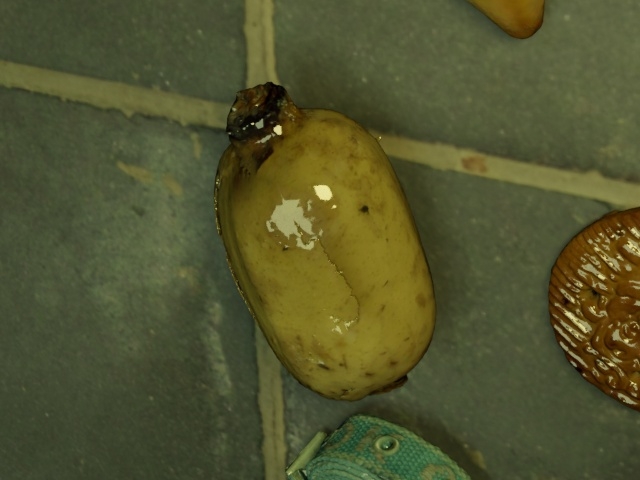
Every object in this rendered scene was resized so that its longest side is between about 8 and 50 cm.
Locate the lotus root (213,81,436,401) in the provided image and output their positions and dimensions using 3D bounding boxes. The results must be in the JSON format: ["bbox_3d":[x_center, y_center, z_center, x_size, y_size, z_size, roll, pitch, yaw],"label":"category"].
[{"bbox_3d":[0.000,0.000,1.157,0.160,0.146,0.284,-18,114,17],"label":"lotus root"}]

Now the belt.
[{"bbox_3d":[0.070,0.234,1.286,0.163,0.082,0.147,49,141,-6],"label":"belt"}]

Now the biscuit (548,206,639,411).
[{"bbox_3d":[0.266,0.061,1.097,0.187,0.027,0.188,16,124,24],"label":"biscuit"}]

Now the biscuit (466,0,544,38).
[{"bbox_3d":[0.074,-0.244,1.030,0.207,0.047,0.164,18,125,22],"label":"biscuit"}]
